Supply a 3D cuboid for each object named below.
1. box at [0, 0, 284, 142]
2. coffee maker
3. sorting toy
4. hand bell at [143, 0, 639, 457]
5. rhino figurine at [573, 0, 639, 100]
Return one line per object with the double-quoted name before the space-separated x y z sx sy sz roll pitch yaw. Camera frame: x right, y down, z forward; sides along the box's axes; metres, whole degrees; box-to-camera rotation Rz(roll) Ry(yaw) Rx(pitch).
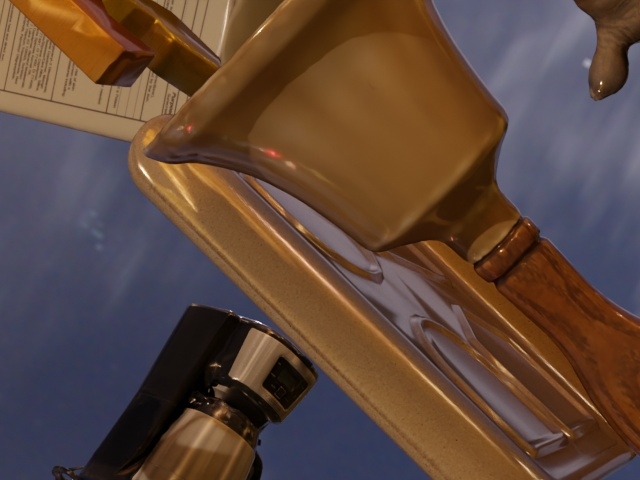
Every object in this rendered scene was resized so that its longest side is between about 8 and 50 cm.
"box" -0.093 -0.132 1.253 0.127 0.232 0.148 11 -87 -47
"coffee maker" -0.113 0.145 1.587 0.178 0.171 0.120 -58 -25 -22
"sorting toy" 0.000 0.000 0.822 0.041 0.307 0.229 -50 -14 15
"hand bell" 0.070 0.008 0.660 0.126 0.242 0.126 -46 5 5
"rhino figurine" 0.075 -0.135 0.654 0.073 0.243 0.106 -38 -6 32
